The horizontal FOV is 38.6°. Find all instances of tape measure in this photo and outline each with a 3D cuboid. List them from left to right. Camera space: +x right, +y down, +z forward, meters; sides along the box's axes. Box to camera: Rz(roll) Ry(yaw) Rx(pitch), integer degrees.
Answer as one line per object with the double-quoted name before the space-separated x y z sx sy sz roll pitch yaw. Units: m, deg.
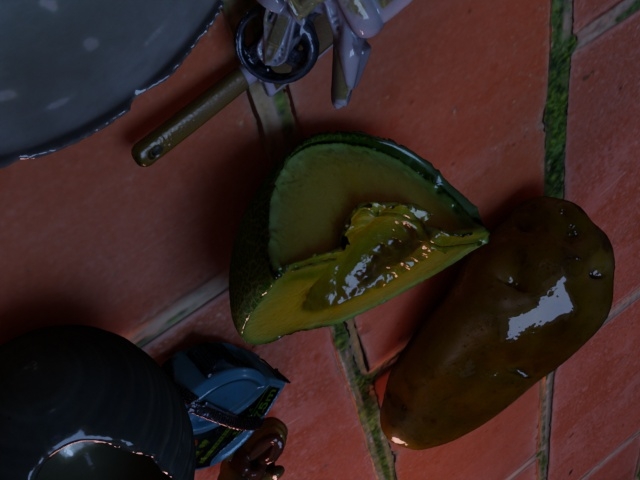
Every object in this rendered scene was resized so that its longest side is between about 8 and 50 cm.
"tape measure" -0.111 0.165 0.901 0.125 0.081 0.146 -52 144 5

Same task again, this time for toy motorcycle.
"toy motorcycle" 0.018 -0.199 0.625 0.074 0.151 0.228 -74 177 -59

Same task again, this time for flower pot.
"flower pot" -0.201 0.173 0.752 0.189 0.157 0.243 -27 139 -20

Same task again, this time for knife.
"knife" -0.043 -0.136 0.715 0.256 0.022 0.046 -40 139 -14

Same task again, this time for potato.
"potato" 0.214 0.117 1.118 0.369 0.176 0.195 -52 171 17

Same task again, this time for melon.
"melon" 0.000 0.000 0.825 0.265 0.129 0.169 -10 155 -43

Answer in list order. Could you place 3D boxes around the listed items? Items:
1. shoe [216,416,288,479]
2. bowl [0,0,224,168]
"shoe" -0.080 0.249 1.030 0.109 0.072 0.069 -36 -177 -4
"bowl" -0.183 -0.196 0.401 0.313 0.146 0.313 -30 139 -30
